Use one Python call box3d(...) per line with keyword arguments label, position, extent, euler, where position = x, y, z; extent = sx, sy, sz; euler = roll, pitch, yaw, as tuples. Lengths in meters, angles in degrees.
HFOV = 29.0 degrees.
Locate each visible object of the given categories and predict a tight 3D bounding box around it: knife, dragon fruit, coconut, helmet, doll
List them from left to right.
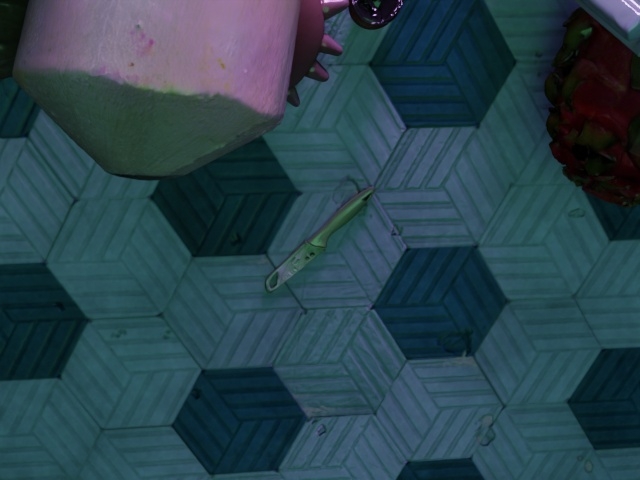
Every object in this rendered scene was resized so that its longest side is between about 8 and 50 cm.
box3d(label="coconut", position=(-0.171, -0.217, 1.333), extent=(0.297, 0.297, 0.309), euler=(13, 93, -14))
box3d(label="doll", position=(-0.071, -0.263, 1.501), extent=(0.211, 0.093, 0.262), euler=(23, 105, -14))
box3d(label="knife", position=(0.000, 0.000, 1.672), extent=(0.207, 0.014, 0.030), euler=(-42, 113, 11))
box3d(label="helmet", position=(0.067, -0.295, 1.534), extent=(0.065, 0.049, 0.084), euler=(36, 69, -4))
box3d(label="dragon fruit", position=(0.412, -0.190, 1.544), extent=(0.231, 0.237, 0.302), euler=(13, 97, -36))

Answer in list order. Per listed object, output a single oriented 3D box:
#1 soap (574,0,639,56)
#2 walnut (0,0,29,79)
box3d(label="soap", position=(0.331, -0.360, 1.438), extent=(0.160, 0.265, 0.087), euler=(-46, 154, 11))
box3d(label="walnut", position=(-0.416, -0.277, 1.402), extent=(0.230, 0.178, 0.178), euler=(17, 110, -6))
